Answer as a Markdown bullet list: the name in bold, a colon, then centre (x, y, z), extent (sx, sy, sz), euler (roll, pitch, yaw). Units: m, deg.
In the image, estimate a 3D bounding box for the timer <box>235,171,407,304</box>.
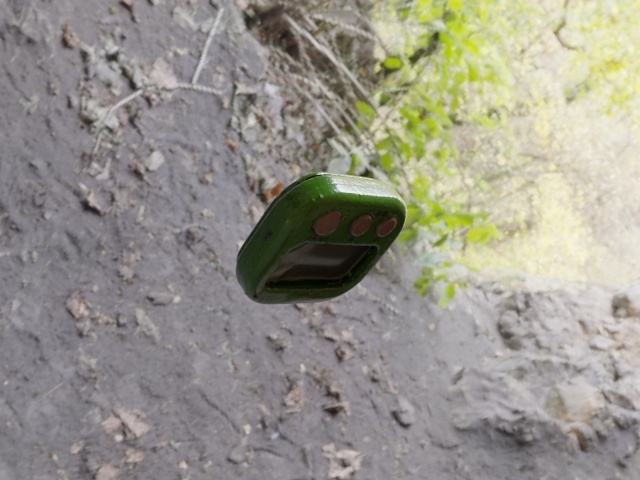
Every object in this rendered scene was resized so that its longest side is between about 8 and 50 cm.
- **timer**: centre (0.000, 0.000, 0.696), extent (0.140, 0.128, 0.047), euler (2, 43, -46)
